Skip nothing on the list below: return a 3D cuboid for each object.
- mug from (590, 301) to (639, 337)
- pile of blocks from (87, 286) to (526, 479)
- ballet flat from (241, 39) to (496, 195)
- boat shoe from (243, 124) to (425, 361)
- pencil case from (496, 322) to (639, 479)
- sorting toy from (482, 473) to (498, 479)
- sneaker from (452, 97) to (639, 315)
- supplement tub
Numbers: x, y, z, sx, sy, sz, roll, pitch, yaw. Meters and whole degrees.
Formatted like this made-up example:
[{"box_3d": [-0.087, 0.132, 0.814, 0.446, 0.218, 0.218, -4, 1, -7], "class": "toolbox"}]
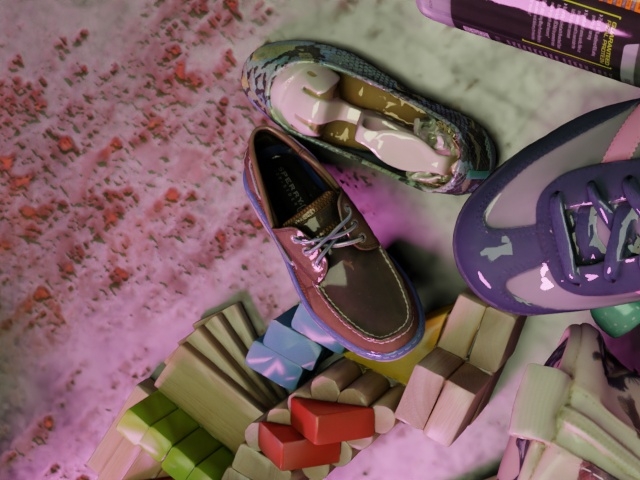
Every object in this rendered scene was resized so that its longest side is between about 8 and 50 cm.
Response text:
[{"box_3d": [0.236, -0.014, 0.905, 0.157, 0.097, 0.129, -5, 101, 24], "class": "mug"}, {"box_3d": [-0.035, 0.113, 1.037, 0.362, 0.112, 0.149, -29, 90, 25], "class": "pile of blocks"}, {"box_3d": [0.024, -0.082, 0.995, 0.188, 0.070, 0.070, 21, 109, 17], "class": "ballet flat"}, {"box_3d": [0.000, 0.000, 0.985, 0.066, 0.066, 0.183, -36, 62, -7], "class": "boat shoe"}, {"box_3d": [0.279, 0.202, 0.872, 0.410, 0.160, 0.183, 28, 153, 6], "class": "pencil case"}, {"box_3d": [0.102, 0.274, 1.057, 0.347, 0.047, 0.196, -26, 88, 25], "class": "sorting toy"}, {"box_3d": [0.202, -0.026, 0.788, 0.319, 0.131, 0.112, -19, 95, 25], "class": "sneaker"}, {"box_3d": [0.159, -0.159, 0.892, 0.190, 0.117, 0.117, 21, 109, 16], "class": "supplement tub"}]
